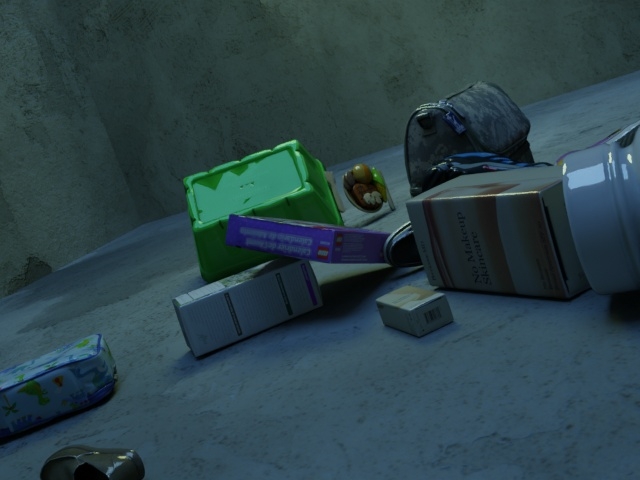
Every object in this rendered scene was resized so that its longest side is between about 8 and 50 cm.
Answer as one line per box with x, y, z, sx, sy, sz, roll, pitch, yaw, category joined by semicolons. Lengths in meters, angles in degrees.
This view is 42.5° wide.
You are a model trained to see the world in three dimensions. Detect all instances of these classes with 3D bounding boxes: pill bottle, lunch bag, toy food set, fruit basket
0.462;-0.058;0.884;0.361;0.204;0.204;-14;12;27;pill bottle
-0.446;0.235;1.354;0.219;0.090;0.176;-21;11;-11;lunch bag
0.108;-0.129;2.018;0.192;0.132;0.038;-6;-22;-40;toy food set
0.303;-0.183;1.688;0.212;0.256;0.305;-13;13;35;lunch bag
-0.137;-0.053;2.037;0.392;0.283;0.392;-12;-33;-8;fruit basket

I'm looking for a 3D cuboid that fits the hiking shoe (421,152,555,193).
0.326;-0.099;1.363;0.304;0.113;0.132;11;31;14;hiking shoe

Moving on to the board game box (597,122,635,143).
0.728;-0.219;1.658;0.305;0.053;0.193;-10;14;43;board game box

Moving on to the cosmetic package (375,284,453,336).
0.129;0.096;1.149;0.060;0.041;0.115;-23;11;-19;cosmetic package

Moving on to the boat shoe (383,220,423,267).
0.221;-0.009;1.415;0.233;0.084;0.079;-17;11;-7;boat shoe

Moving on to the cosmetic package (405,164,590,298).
0.268;-0.015;1.172;0.129;0.153;0.296;-23;10;-26;cosmetic package

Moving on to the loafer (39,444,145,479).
-0.273;0.269;0.951;0.148;0.056;0.050;-14;5;27;loafer

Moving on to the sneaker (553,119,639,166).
0.569;-0.170;1.577;0.282;0.102;0.161;-20;7;-2;sneaker

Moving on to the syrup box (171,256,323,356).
-0.125;0.106;1.413;0.237;0.096;0.093;-20;11;-16;syrup box

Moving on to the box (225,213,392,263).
0.000;0.000;1.429;0.201;0.057;0.293;9;3;28;box

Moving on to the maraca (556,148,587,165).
0.485;-0.105;1.409;0.185;0.099;0.127;3;23;-10;maraca
